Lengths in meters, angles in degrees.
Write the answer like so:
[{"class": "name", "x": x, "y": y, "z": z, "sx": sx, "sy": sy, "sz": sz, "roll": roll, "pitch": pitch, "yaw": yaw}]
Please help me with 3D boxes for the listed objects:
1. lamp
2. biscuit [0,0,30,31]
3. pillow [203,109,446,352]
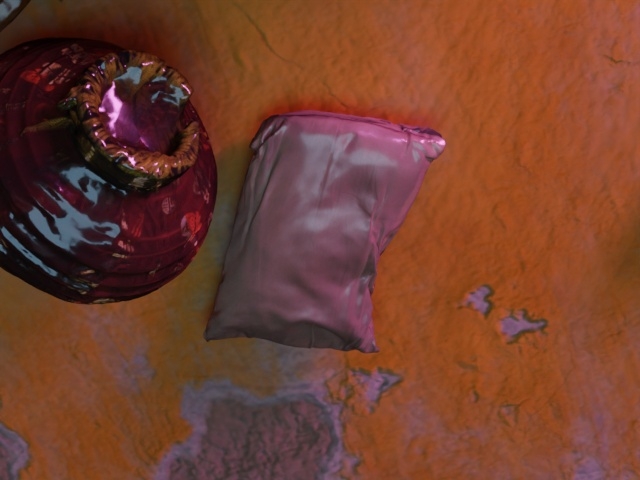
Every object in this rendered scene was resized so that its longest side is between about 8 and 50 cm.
[{"class": "lamp", "x": -0.196, "y": -0.064, "z": 1.524, "sx": 0.247, "sy": 0.247, "sz": 0.247, "roll": -1, "pitch": 122, "yaw": -2}, {"class": "biscuit", "x": -0.394, "y": -0.318, "z": 1.445, "sx": 0.394, "sy": 0.070, "sz": 0.350, "roll": 31, "pitch": 111, "yaw": -17}, {"class": "pillow", "x": 0.000, "y": 0.000, "z": 1.665, "sx": 0.173, "sy": 0.067, "sz": 0.270, "roll": 13, "pitch": 120, "yaw": -4}]
